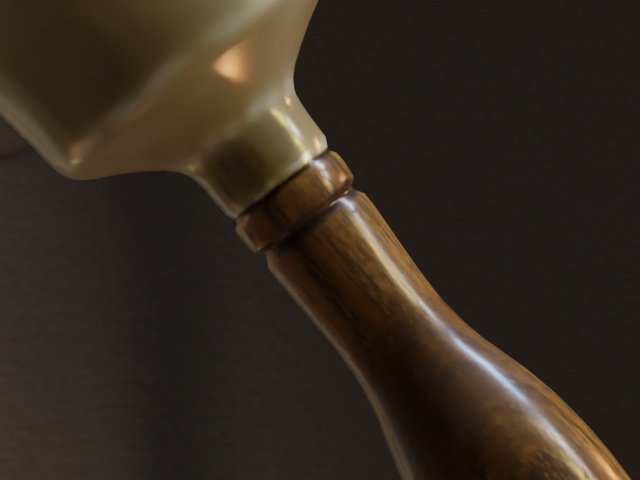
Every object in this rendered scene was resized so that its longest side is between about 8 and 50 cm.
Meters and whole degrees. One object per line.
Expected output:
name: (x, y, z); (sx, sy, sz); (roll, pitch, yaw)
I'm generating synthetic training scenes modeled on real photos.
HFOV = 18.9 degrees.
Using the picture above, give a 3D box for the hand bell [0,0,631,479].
hand bell: (0.000, 0.000, 0.384); (0.126, 0.126, 0.242); (-38, -90, 14)
